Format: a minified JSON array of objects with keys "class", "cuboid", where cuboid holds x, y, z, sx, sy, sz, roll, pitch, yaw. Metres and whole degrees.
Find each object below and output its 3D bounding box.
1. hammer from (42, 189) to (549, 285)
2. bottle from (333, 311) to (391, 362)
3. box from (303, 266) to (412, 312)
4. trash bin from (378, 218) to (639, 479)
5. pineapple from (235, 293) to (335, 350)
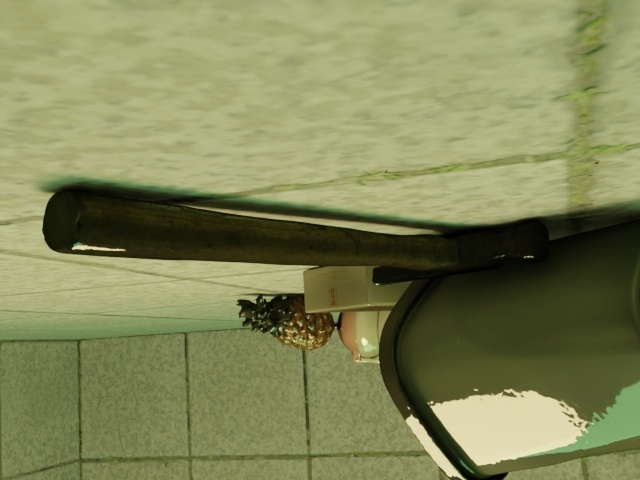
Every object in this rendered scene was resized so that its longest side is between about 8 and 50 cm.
[{"class":"hammer","cuboid":[0.000,0.000,0.631,0.168,0.044,0.440,-13,167,43]},{"class":"bottle","cuboid":[0.143,0.161,1.507,0.236,0.147,0.147,-1,173,17]},{"class":"box","cuboid":[0.096,0.060,1.048,0.201,0.058,0.141,1,171,-34]},{"class":"trash bin","cuboid":[0.232,0.104,0.782,0.250,0.220,0.219,-21,-158,42]},{"class":"pineapple","cuboid":[-0.067,0.142,1.465,0.108,0.108,0.197,-10,158,42]}]
